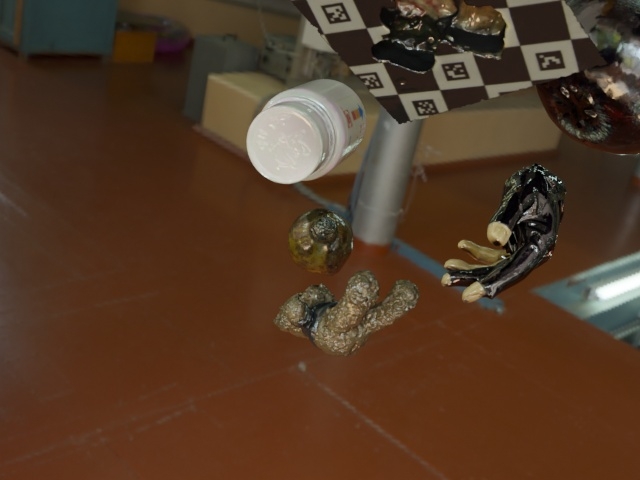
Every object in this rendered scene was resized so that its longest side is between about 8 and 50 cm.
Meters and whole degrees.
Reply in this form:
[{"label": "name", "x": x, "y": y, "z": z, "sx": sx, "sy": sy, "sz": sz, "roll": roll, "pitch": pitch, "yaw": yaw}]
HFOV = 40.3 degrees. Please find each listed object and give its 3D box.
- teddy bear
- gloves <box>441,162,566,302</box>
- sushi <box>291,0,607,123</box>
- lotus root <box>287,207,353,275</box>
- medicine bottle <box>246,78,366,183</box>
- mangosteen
[{"label": "teddy bear", "x": 0.028, "y": 0.126, "z": 1.422, "sx": 0.182, "sy": 0.129, "sz": 0.251, "roll": 20, "pitch": -22, "yaw": -37}, {"label": "gloves", "x": 0.329, "y": -0.005, "z": 1.521, "sx": 0.301, "sy": 0.197, "sz": 0.152, "roll": -40, "pitch": 62, "yaw": -18}, {"label": "sushi", "x": 0.143, "y": -0.311, "z": 1.107, "sx": 0.320, "sy": 0.069, "sz": 0.339, "roll": -14, "pitch": -43, "yaw": 41}, {"label": "lotus root", "x": 0.000, "y": 0.000, "z": 1.570, "sx": 0.120, "sy": 0.120, "sz": 0.209, "roll": 13, "pitch": -19, "yaw": 1}, {"label": "medicine bottle", "x": -0.023, "y": -0.201, "z": 1.604, "sx": 0.170, "sy": 0.170, "sz": 0.293, "roll": 17, "pitch": 19, "yaw": 10}, {"label": "mangosteen", "x": 0.506, "y": -0.295, "z": 1.442, "sx": 0.300, "sy": 0.300, "sz": 0.300, "roll": 11, "pitch": 23, "yaw": -5}]
